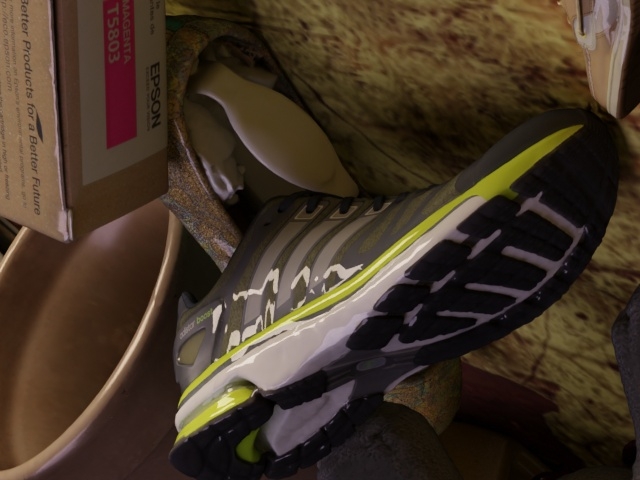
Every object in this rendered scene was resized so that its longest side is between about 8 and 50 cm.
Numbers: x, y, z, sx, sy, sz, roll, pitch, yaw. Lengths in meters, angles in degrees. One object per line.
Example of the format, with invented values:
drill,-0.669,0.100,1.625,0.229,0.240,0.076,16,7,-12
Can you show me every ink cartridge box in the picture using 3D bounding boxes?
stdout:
ink cartridge box,-0.180,-0.141,0.977,0.193,0.088,0.234,21,122,32

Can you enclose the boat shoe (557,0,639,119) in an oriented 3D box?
boat shoe,0.127,-0.111,0.772,0.045,0.050,0.135,29,146,27

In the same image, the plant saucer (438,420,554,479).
plant saucer,0.172,0.286,1.204,0.333,0.333,0.081,40,119,-8

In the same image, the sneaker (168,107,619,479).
sneaker,0.023,0.011,0.949,0.111,0.300,0.121,26,-144,-49

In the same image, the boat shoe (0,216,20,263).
boat shoe,-0.223,0.070,1.526,0.305,0.091,0.109,35,-166,9

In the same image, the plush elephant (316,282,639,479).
plush elephant,0.213,0.193,1.008,0.255,0.272,0.330,9,-130,-58

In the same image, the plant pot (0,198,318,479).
plant pot,-0.093,0.089,1.256,0.229,0.263,0.263,28,164,-31

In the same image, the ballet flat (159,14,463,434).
ballet flat,0.000,0.000,1.080,0.348,0.123,0.123,49,154,-22
